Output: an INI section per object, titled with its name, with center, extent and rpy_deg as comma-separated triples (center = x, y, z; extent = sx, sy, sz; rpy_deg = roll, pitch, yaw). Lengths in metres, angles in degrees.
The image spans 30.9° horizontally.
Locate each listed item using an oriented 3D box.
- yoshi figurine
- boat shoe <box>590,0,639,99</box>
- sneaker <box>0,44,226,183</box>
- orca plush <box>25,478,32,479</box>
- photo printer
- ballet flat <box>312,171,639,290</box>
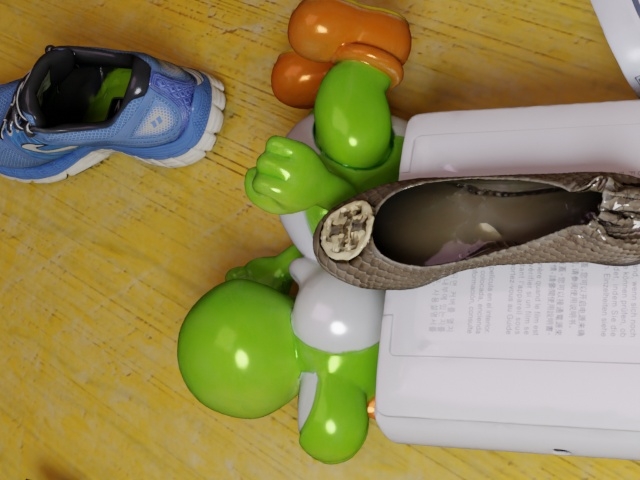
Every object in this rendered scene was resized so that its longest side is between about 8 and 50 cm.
[yoshi figurine]
center = -0.026, -0.005, 0.939
extent = 0.203, 0.204, 0.362
rpy_deg = -10, 69, 38
[boat shoe]
center = 0.257, -0.295, 0.892
extent = 0.157, 0.136, 0.367
rpy_deg = -24, 64, 24
[sneaker]
center = -0.261, -0.142, 1.164
extent = 0.330, 0.147, 0.129
rpy_deg = -5, 70, 32
[orca plush]
center = -0.299, 0.356, 1.030
extent = 0.102, 0.151, 0.287
rpy_deg = -27, 47, 64
[photo printer]
center = 0.201, 0.024, 0.810
extent = 0.308, 0.107, 0.255
rpy_deg = -2, 71, 25
[ballet flat]
center = 0.105, -0.012, 0.772
extent = 0.250, 0.058, 0.084
rpy_deg = -2, 70, 26
